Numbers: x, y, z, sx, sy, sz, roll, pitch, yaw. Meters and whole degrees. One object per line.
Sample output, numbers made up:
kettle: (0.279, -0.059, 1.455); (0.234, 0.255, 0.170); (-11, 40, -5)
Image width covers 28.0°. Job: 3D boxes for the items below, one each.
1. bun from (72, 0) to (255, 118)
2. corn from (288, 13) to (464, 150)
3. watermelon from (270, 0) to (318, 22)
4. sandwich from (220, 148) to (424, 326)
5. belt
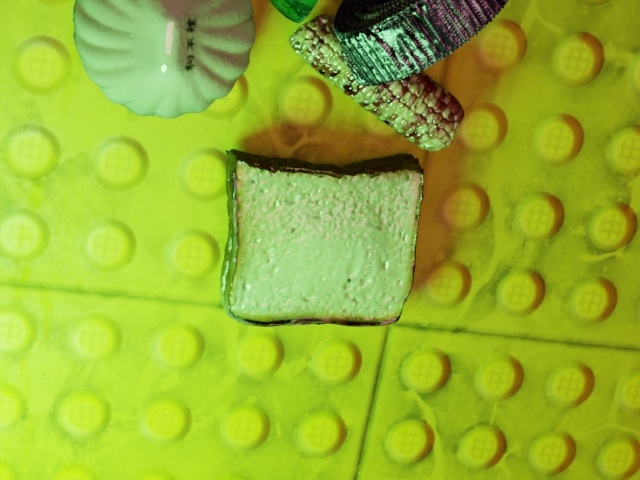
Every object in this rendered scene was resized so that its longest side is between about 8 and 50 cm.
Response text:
bun: (-0.209, -0.281, 1.753); (0.263, 0.175, 0.263); (-4, 111, -10)
corn: (0.083, -0.233, 1.872); (0.290, 0.098, 0.098); (32, 100, -16)
watermelon: (-0.026, -0.479, 1.689); (0.222, 0.319, 0.292); (34, 88, -5)
sandwich: (0.000, 0.000, 1.934); (0.301, 0.099, 0.271); (1, 113, -15)
belt: (0.149, -0.341, 1.734); (0.260, 0.325, 0.122); (-24, 116, 35)
